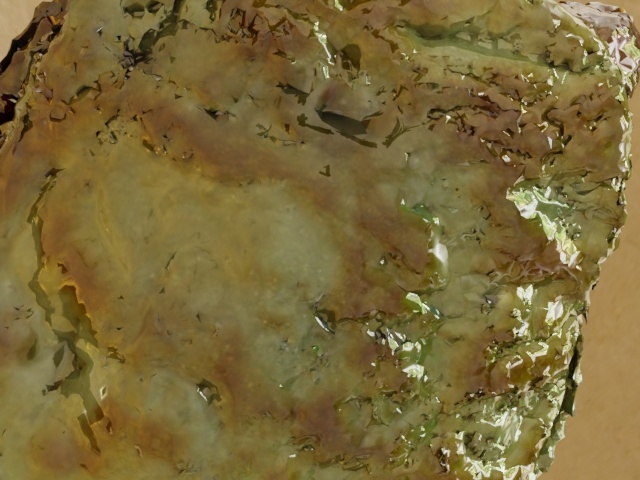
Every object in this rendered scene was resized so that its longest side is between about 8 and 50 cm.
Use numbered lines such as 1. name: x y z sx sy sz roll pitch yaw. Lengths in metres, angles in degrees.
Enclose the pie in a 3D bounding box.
1. pie: -0.019 0.018 0.907 0.395 0.180 0.418 17 93 -12
